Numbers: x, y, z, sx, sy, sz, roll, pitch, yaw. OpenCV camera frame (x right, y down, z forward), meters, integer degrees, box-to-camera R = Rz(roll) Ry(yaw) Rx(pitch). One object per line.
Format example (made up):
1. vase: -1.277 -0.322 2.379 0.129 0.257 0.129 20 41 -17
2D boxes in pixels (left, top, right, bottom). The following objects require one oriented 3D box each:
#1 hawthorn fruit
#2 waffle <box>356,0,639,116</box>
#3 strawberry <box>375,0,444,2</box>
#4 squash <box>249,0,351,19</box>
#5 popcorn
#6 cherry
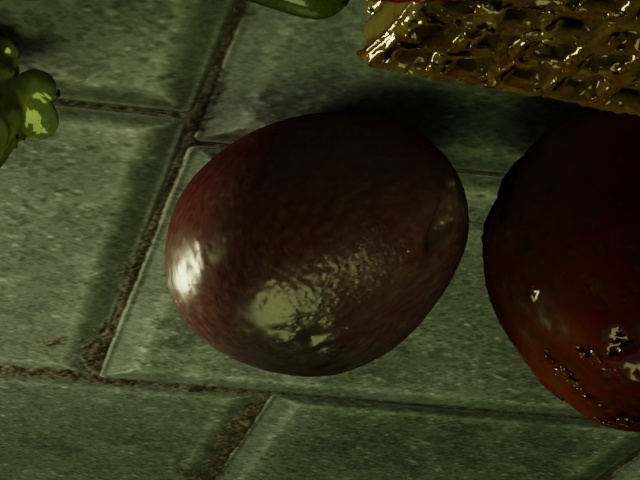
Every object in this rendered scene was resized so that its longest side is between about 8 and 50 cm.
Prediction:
1. hawthorn fruit: 0.293 0.017 1.702 0.315 0.316 0.316 1 159 0
2. waffle: 0.199 -0.177 1.462 0.308 0.091 0.213 8 158 -17
3. strawberry: 0.060 -0.236 1.104 0.257 0.257 0.277 18 142 -36
4. squash: -0.059 -0.201 1.470 0.183 0.052 0.052 10 157 -26
5. popcorn: -0.302 -0.099 1.633 0.162 0.136 0.141 14 148 -24
6. cherry: 0.000 0.000 1.764 0.261 0.221 0.307 11 145 -45
